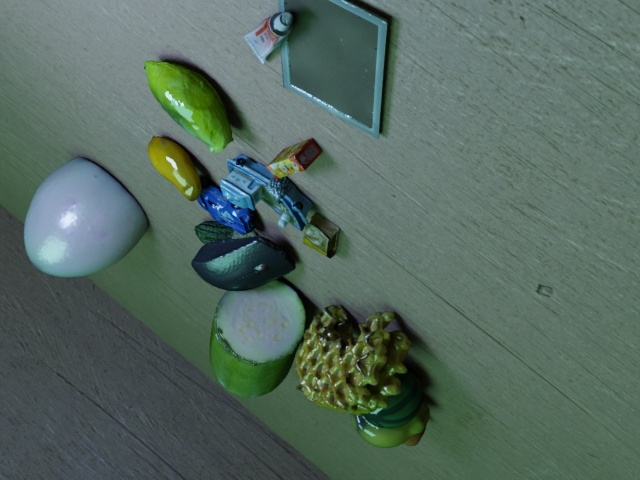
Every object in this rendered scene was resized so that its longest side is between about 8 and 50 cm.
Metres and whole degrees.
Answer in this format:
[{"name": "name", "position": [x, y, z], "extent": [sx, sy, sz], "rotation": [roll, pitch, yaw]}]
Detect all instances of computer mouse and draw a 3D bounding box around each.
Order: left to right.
[{"name": "computer mouse", "position": [-0.206, 0.071, 1.972], "extent": [0.295, 0.087, 0.168], "rotation": [-13, 141, 38]}]

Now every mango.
[{"name": "mango", "position": [-0.361, -0.184, 1.911], "extent": [0.190, 0.075, 0.098], "rotation": [52, 143, 7]}]

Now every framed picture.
[{"name": "framed picture", "position": [0.019, -0.301, 1.257], "extent": [0.217, 0.017, 0.274], "rotation": [34, 155, 17]}]

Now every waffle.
[{"name": "waffle", "position": [0.069, 0.294, 1.897], "extent": [0.151, 0.261, 0.324], "rotation": [31, 164, -27]}]

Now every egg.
[{"name": "egg", "position": [-0.787, -0.039, 2.471], "extent": [0.355, 0.340, 0.354], "rotation": [33, 156, 17]}]

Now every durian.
[{"name": "durian", "position": [-0.280, -0.289, 1.605], "extent": [0.250, 0.101, 0.139], "rotation": [44, 156, -7]}]

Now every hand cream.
[{"name": "hand cream", "position": [-0.088, -0.346, 1.292], "extent": [0.216, 0.038, 0.052], "rotation": [178, 85, -71]}]

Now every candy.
[{"name": "candy", "position": [-0.053, -0.162, 1.534], "extent": [0.038, 0.062, 0.122], "rotation": [50, 154, -17]}]

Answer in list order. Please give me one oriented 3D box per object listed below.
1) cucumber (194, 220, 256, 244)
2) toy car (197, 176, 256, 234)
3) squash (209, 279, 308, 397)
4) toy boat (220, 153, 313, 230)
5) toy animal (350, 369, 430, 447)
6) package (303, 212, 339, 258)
[{"name": "cucumber", "position": [-0.265, -0.012, 2.076], "extent": [0.265, 0.077, 0.077], "rotation": [3, 135, 54]}, {"name": "toy car", "position": [-0.255, -0.087, 1.947], "extent": [0.216, 0.063, 0.103], "rotation": [29, 153, 25]}, {"name": "squash", "position": [-0.187, 0.281, 2.214], "extent": [0.263, 0.263, 0.384], "rotation": [38, 156, 8]}, {"name": "toy boat", "position": [-0.122, -0.095, 1.703], "extent": [0.238, 0.098, 0.109], "rotation": [32, 157, 19]}, {"name": "toy animal", "position": [0.174, 0.446, 2.048], "extent": [0.216, 0.191, 0.338], "rotation": [30, 153, 24]}, {"name": "package", "position": [0.000, 0.000, 1.742], "extent": [0.071, 0.047, 0.131], "rotation": [32, 152, 12]}]
